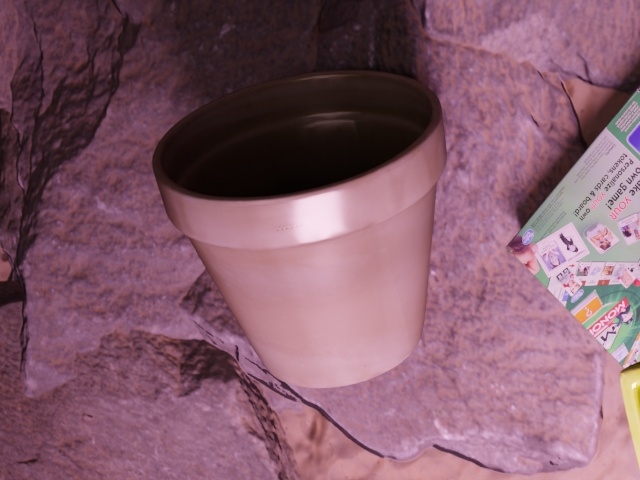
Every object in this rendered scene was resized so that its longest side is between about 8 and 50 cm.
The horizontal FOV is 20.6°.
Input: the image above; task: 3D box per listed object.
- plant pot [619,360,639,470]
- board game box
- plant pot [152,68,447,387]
[{"bbox_3d":[0.457,0.193,1.720,0.227,0.207,0.228,-11,96,39],"label":"plant pot"},{"bbox_3d":[0.361,-0.029,1.833,0.213,0.046,0.317,47,124,15],"label":"board game box"},{"bbox_3d":[0.000,0.000,1.964,0.323,0.323,0.280,7,122,34],"label":"plant pot"}]
